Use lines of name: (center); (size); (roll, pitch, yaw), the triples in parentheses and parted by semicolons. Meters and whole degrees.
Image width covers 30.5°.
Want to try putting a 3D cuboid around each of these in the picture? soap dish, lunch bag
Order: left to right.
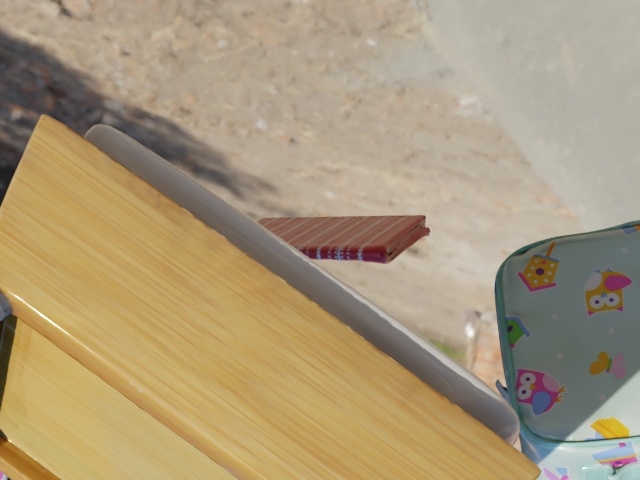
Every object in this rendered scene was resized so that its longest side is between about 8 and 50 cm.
soap dish: (-0.061, 0.098, 0.619); (0.291, 0.118, 0.229); (36, 142, 5)
lunch bag: (0.280, 0.097, 0.955); (0.279, 0.224, 0.108); (-9, 143, 10)

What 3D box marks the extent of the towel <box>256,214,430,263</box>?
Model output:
towel: (0.000, 0.000, 1.660); (0.275, 0.031, 0.199); (0, -167, 24)

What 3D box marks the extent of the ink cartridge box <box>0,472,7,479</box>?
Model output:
ink cartridge box: (-0.440, 0.168, 1.619); (0.065, 0.186, 0.311); (8, 130, -18)
